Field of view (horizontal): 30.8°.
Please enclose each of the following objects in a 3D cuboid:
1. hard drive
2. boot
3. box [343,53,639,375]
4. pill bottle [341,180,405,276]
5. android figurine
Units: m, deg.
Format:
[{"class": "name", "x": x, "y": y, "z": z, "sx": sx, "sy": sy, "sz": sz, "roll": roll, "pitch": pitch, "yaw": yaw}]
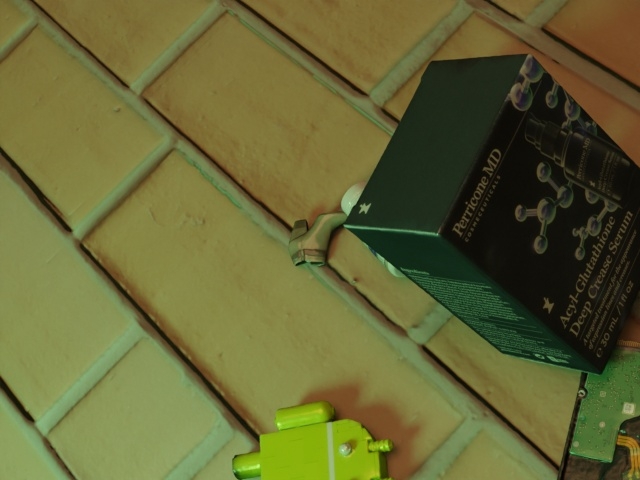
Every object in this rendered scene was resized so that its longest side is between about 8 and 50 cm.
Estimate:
[{"class": "hard drive", "x": 0.464, "y": 0.313, "z": 1.641, "sx": 0.237, "sy": 0.064, "sz": 0.339, "roll": 7, "pitch": 67, "yaw": 26}, {"class": "boot", "x": 0.000, "y": 0.000, "z": 2.033, "sx": 0.118, "sy": 0.042, "sz": 0.087, "roll": -13, "pitch": 65, "yaw": 19}, {"class": "box", "x": 0.283, "y": -0.035, "z": 1.683, "sx": 0.212, "sy": 0.395, "sz": 0.293, "roll": 6, "pitch": 64, "yaw": 54}, {"class": "pill bottle", "x": 0.110, "y": -0.024, "z": 1.961, "sx": 0.094, "sy": 0.094, "sz": 0.169, "roll": -41, "pitch": 55, "yaw": -1}, {"class": "android figurine", "x": -0.010, "y": 0.373, "z": 1.823, "sx": 0.273, "sy": 0.056, "sz": 0.248, "roll": -12, "pitch": 59, "yaw": 19}]
